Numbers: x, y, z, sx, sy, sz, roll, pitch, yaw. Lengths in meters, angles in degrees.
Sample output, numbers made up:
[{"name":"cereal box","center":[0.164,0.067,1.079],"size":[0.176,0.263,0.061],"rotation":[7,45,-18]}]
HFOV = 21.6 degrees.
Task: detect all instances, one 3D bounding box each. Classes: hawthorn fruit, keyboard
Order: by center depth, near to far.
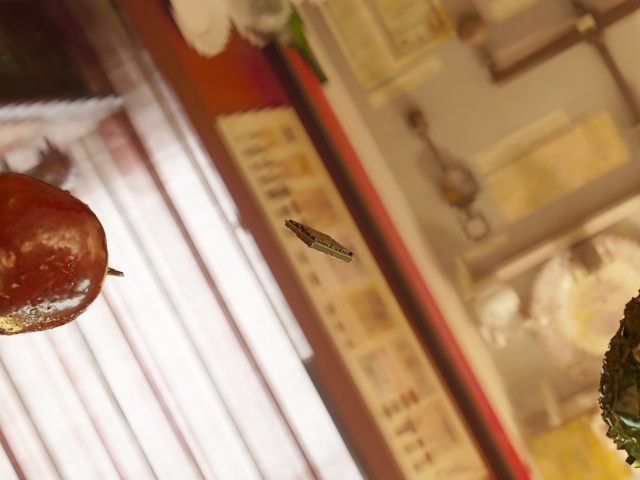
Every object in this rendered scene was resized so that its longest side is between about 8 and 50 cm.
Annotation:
[{"name":"hawthorn fruit","center":[-0.255,0.015,1.505],"size":[0.172,0.148,0.148],"rotation":[8,161,-20]},{"name":"keyboard","center":[0.000,0.000,2.002],"size":[0.015,0.049,0.129],"rotation":[-51,156,8]}]

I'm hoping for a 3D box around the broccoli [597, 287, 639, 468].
[{"name":"broccoli","center":[0.407,0.116,1.226],"size":[0.413,0.321,0.310],"rotation":[-9,-133,29]}]
